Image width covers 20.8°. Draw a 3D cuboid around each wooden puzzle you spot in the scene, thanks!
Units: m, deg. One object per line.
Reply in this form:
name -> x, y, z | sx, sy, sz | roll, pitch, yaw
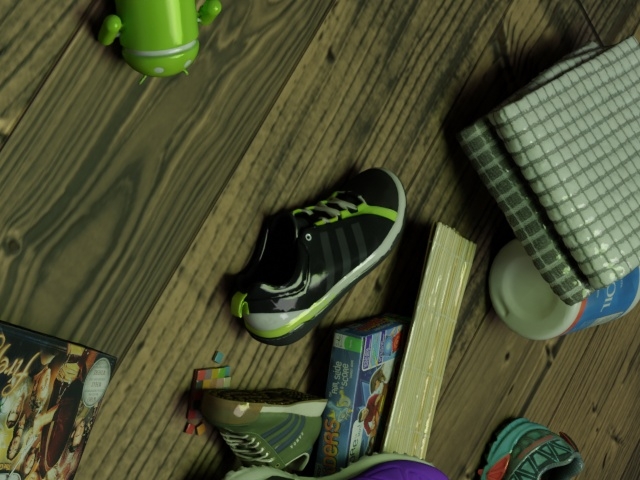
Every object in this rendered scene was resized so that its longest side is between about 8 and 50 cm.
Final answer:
wooden puzzle -> -0.106, 0.146, 1.663 | 0.049, 0.006, 0.083 | -1, 104, -52

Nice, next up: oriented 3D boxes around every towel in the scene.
towel -> 0.299, -0.084, 1.933 | 0.284, 0.121, 0.235 | -33, 90, -45

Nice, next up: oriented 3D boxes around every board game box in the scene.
board game box -> 0.045, 0.184, 1.823 | 0.136, 0.035, 0.201 | -11, 112, -63
board game box -> -0.256, 0.149, 1.388 | 0.165, 0.042, 0.243 | -70, 159, -4

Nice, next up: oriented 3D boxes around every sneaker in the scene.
sneaker -> -0.056, 0.191, 1.687 | 0.192, 0.064, 0.086 | 8, 94, -61
sneaker -> 0.000, 0.000, 1.680 | 0.234, 0.084, 0.097 | -52, 137, -27
sneaker -> 0.038, 0.287, 1.687 | 0.293, 0.146, 0.102 | 0, 114, -40
sneaker -> 0.235, 0.347, 2.075 | 0.104, 0.125, 0.262 | 22, 85, -52

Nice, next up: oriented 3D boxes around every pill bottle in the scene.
pill bottle -> 0.307, 0.041, 2.056 | 0.221, 0.124, 0.124 | -12, 112, -50

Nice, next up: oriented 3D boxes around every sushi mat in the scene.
sushi mat -> 0.111, 0.140, 1.882 | 0.151, 0.019, 0.316 | 21, 82, -67

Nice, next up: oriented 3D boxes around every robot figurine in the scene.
robot figurine -> -0.136, -0.188, 1.448 | 0.101, 0.067, 0.115 | -13, 117, -19
